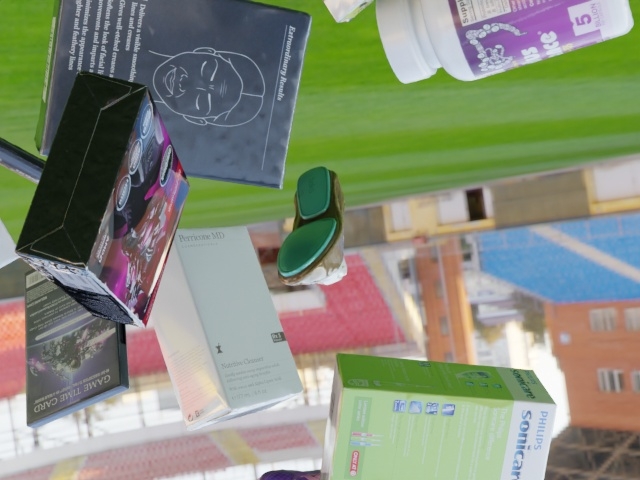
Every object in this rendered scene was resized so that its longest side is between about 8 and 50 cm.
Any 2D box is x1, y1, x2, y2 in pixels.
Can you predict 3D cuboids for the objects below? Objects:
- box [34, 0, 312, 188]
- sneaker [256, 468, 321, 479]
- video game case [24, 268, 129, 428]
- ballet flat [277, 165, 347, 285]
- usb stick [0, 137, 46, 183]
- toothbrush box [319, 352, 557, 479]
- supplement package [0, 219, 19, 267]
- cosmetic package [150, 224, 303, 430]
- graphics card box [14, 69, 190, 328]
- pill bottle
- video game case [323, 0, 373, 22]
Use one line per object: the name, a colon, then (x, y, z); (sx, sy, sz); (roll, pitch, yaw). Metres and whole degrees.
box: (-0.249, -0.266, 1.590); (0.396, 0.293, 0.212); (8, -170, -19)
sneaker: (0.017, 0.386, 1.507); (0.237, 0.095, 0.104); (12, 130, -18)
video game case: (-0.392, 0.138, 1.527); (0.196, 0.274, 0.026); (-24, 149, 22)
ballet flat: (0.000, 0.000, 1.704); (0.116, 0.124, 0.342); (-21, -150, 15)
usb stick: (-0.524, -0.125, 1.838); (0.278, 0.045, 0.077); (30, 167, -24)
toothbrush box: (0.151, 0.278, 1.296); (0.283, 0.206, 0.122); (5, -164, -4)
supplement package: (-0.729, -0.016, 1.874); (0.194, 0.203, 0.149); (-32, -160, -21)
cosmetic package: (-0.211, 0.171, 1.973); (0.156, 0.384, 0.217); (-30, 165, 40)
graphics card box: (-0.263, -0.035, 1.241); (0.094, 0.232, 0.371); (14, 165, 5)
pill bottle: (0.232, -0.303, 1.238); (0.302, 0.169, 0.169); (-14, 178, 21)
video game case: (0.040, -0.422, 1.177); (0.210, 0.232, 0.042); (-33, 179, 33)
